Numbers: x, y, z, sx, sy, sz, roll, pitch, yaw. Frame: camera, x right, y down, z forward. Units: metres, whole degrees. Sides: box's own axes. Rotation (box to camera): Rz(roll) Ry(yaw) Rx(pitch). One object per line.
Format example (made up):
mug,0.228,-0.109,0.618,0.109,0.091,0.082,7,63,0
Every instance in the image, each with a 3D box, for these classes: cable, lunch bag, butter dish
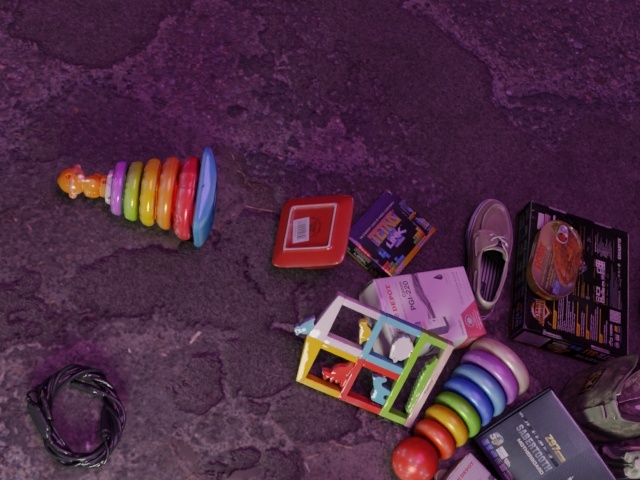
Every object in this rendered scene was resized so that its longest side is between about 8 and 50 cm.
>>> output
cable,-0.415,0.309,1.635,0.150,0.047,0.184,-25,74,-34
lunch bag,0.627,0.321,1.908,0.287,0.235,0.169,-8,74,-25
butter dish,0.000,0.000,1.902,0.160,0.118,0.160,-3,61,23

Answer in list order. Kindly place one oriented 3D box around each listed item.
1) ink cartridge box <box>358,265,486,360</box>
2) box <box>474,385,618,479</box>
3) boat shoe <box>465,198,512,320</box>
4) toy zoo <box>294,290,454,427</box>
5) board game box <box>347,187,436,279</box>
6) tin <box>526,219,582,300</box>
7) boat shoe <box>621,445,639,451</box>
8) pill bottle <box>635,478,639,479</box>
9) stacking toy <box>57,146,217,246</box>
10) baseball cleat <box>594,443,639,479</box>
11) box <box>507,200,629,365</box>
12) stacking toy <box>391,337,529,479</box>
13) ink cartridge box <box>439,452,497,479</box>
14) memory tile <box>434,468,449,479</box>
ink cartridge box,0.206,0.150,1.916,0.218,0.092,0.158,-8,69,-22
box,0.441,0.429,1.831,0.183,0.059,0.233,-35,80,9
boat shoe,0.372,0.033,2.032,0.109,0.094,0.302,19,60,-11
toy zoo,0.083,0.221,1.797,0.293,0.030,0.192,23,104,-8
board game box,0.143,-0.008,1.993,0.141,0.048,0.170,42,58,1
tin,0.502,0.043,2.024,0.106,0.040,0.190,28,59,-10
boat shoe,0.698,0.442,1.988,0.137,0.049,0.043,-11,68,-20
pill bottle,0.587,0.577,1.813,0.283,0.160,0.160,-20,74,-28
stacking toy,-0.352,-0.095,1.803,0.302,0.166,0.175,6,75,-5
baseball cleat,0.615,0.449,1.862,0.109,0.206,0.072,13,81,-11
box,0.554,0.096,2.083,0.257,0.079,0.322,16,61,-11
stacking toy,0.258,0.341,1.831,0.330,0.141,0.141,-40,84,-25
ink cartridge box,0.292,0.497,1.781,0.150,0.063,0.109,46,59,5
memory tile,0.249,0.522,1.798,0.113,0.012,0.148,-39,84,-31
